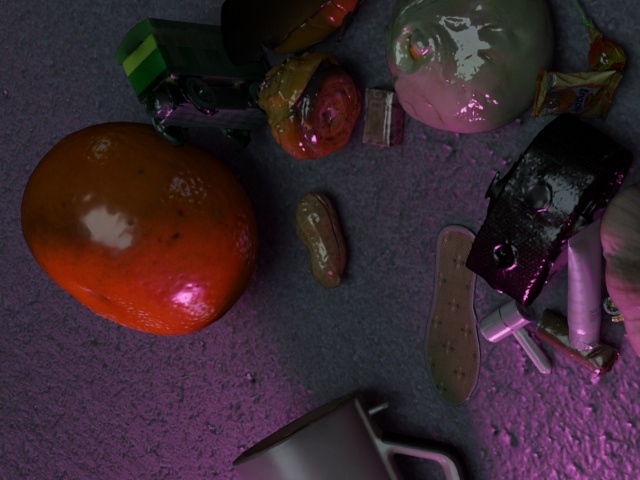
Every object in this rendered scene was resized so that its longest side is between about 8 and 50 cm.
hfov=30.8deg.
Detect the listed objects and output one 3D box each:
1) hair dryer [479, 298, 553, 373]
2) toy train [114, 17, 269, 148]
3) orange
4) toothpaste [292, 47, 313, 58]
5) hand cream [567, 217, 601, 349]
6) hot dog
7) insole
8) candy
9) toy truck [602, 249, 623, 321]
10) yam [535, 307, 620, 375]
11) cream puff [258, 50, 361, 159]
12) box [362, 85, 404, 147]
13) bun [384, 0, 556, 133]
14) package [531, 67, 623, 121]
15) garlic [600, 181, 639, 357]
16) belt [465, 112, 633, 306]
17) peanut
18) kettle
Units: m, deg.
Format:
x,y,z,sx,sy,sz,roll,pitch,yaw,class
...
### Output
x,y,z,sx,sy,sz,roll,pitch,yaw,class
0.328,0.165,1.883,0.082,0.047,0.137,-39,87,34,hair dryer
-0.198,-0.266,1.968,0.120,0.301,0.202,-36,72,35,toy train
-0.307,-0.030,2.044,0.424,0.326,0.424,23,156,11,orange
-0.026,-0.270,2.013,0.045,0.028,0.169,-2,99,15,toothpaste
0.394,0.068,1.733,0.050,0.078,0.204,26,134,43,hand cream
-0.004,-0.397,1.916,0.326,0.107,0.194,-13,83,29,hot dog
0.225,0.129,1.961,0.109,0.007,0.322,11,108,30,insole
0.392,-0.325,1.719,0.060,0.060,0.201,-33,76,34,candy
0.475,0.035,1.734,0.100,0.077,0.168,-1,96,21,toy truck
0.401,0.160,1.825,0.132,0.054,0.054,33,118,24,yam
-0.024,-0.226,1.927,0.130,0.189,0.189,15,109,36,cream puff
0.105,-0.206,1.932,0.062,0.045,0.098,14,111,29,box
0.210,-0.294,1.761,0.283,0.179,0.283,7,105,29,bun
0.371,-0.213,1.708,0.121,0.031,0.108,1,149,-3,package
0.540,0.032,1.595,0.241,0.322,0.321,-152,57,-68,garlic
0.327,-0.051,1.741,0.164,0.184,0.289,37,118,19,belt
0.000,0.000,2.035,0.080,0.080,0.174,-9,99,34,peanut
0.089,0.462,2.023,0.361,0.250,0.376,-29,88,6,kettle
